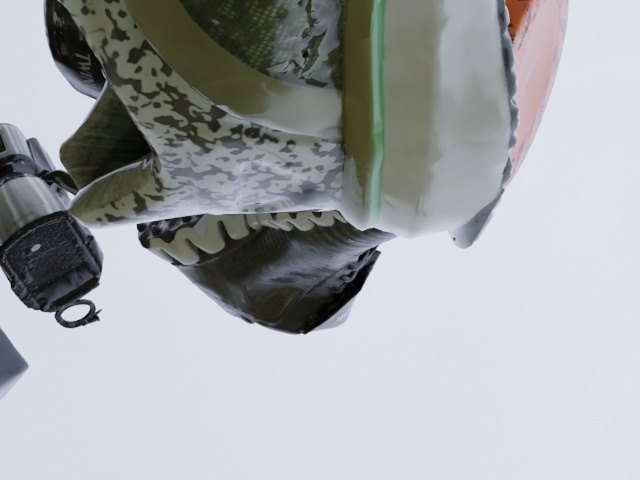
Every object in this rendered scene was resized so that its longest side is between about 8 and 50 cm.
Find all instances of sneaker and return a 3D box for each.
[{"bbox_3d":[-0.051,-0.128,0.463,0.410,0.182,0.158,76,-4,-46],"label":"sneaker"},{"bbox_3d":[0.000,0.000,0.877,0.234,0.078,0.106,-12,-56,51],"label":"sneaker"}]

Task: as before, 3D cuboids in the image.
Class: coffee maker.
[{"bbox_3d":[-0.318,-0.015,1.737,0.178,0.120,0.171,55,-30,41],"label":"coffee maker"}]

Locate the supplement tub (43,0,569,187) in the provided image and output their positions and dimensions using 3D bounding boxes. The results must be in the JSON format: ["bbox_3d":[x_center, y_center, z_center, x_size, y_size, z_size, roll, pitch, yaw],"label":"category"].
[{"bbox_3d":[-0.009,-0.157,1.148,0.338,0.207,0.207,19,-70,18],"label":"supplement tub"}]

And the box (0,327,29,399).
[{"bbox_3d":[-0.602,0.203,1.416,0.297,0.472,0.480,51,-51,4],"label":"box"}]
